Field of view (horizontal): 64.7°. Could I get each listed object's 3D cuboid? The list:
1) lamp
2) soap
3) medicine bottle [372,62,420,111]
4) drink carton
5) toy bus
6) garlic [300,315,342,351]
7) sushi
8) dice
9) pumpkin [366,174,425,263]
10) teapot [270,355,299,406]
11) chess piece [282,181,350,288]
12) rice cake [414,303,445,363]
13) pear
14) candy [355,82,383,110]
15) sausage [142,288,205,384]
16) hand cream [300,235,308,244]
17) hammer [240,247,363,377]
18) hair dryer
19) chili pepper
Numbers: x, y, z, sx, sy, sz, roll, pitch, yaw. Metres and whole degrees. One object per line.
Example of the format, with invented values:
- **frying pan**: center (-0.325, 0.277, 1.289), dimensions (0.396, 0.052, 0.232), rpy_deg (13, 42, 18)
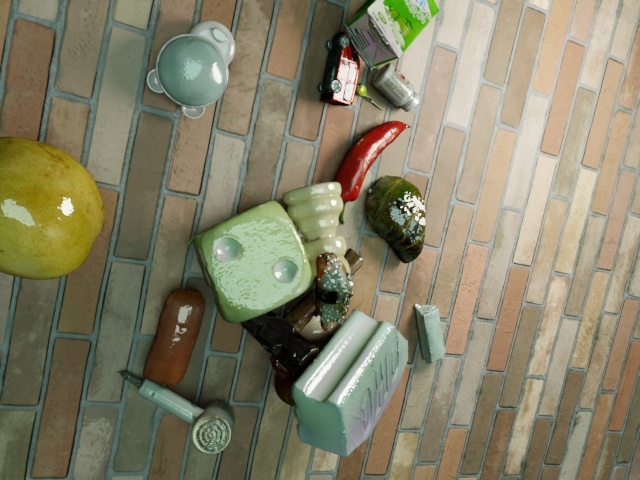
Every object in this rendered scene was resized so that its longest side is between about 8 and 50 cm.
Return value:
- **lamp**: center (-0.310, -0.445, 1.281), dimensions (0.179, 0.108, 0.246), rpy_deg (37, 84, -26)
- **soap**: center (0.102, 0.380, 1.411), dimensions (0.446, 0.156, 0.262), rpy_deg (-42, 133, -50)
- **medicine bottle**: center (0.226, -0.449, 1.495), dimensions (0.140, 0.079, 0.079), rpy_deg (38, 85, -21)
- **drink carton**: center (0.198, -0.621, 1.405), dimensions (0.161, 0.108, 0.271), rpy_deg (50, 61, -23)
- **toy bus**: center (0.060, -0.483, 1.430), dimensions (0.089, 0.081, 0.195), rpy_deg (8, 96, -31)
- **garlic**: center (0.019, 0.300, 1.535), dimensions (0.266, 0.148, 0.129), rpy_deg (23, 54, -18)
- **sushi**: center (0.034, 0.138, 1.303), dimensions (0.097, 0.103, 0.226), rpy_deg (-8, 118, -21)
- **dice**: center (-0.180, 0.056, 1.311), dimensions (0.254, 0.252, 0.250), rpy_deg (-26, 94, -16)
- **pumpkin**: center (0.227, -0.057, 1.532), dimensions (0.163, 0.111, 0.279), rpy_deg (-2, 99, -27)
- **teapot**: center (-0.060, 0.401, 1.502), dimensions (0.178, 0.135, 0.252), rpy_deg (-32, 118, 22)
- **chess piece**: center (0.000, 0.000, 1.401), dimensions (0.167, 0.167, 0.300), rpy_deg (-9, 86, -19)
- **rice cake**: center (0.366, 0.307, 1.678), dimensions (0.069, 0.063, 0.207), rpy_deg (-14, 104, -20)
- **pear**: center (-0.643, -0.070, 1.116), dimensions (0.314, 0.314, 0.315), rpy_deg (-3, 100, -20)
- **candy**: center (0.146, -0.421, 1.499), dimensions (0.123, 0.035, 0.035), rpy_deg (35, 89, -30)
- **sausage**: center (-0.388, 0.252, 1.363), dimensions (0.113, 0.113, 0.259), rpy_deg (18, 93, -22)
- **hand cream**: center (-0.050, 0.014, 1.496), dimensions (0.165, 0.037, 0.057), rpy_deg (-9, 101, -13)
- **hammer**: center (-0.014, 0.178, 1.465), dimensions (0.409, 0.242, 0.095), rpy_deg (-43, 147, -25)
- **hair dryer**: center (-0.398, 0.443, 1.389), dimensions (0.357, 0.173, 0.108), rpy_deg (33, 82, -3)
- **chili pepper**: center (0.136, -0.227, 1.496), dimensions (0.137, 0.092, 0.368), rpy_deg (37, 88, -37)
